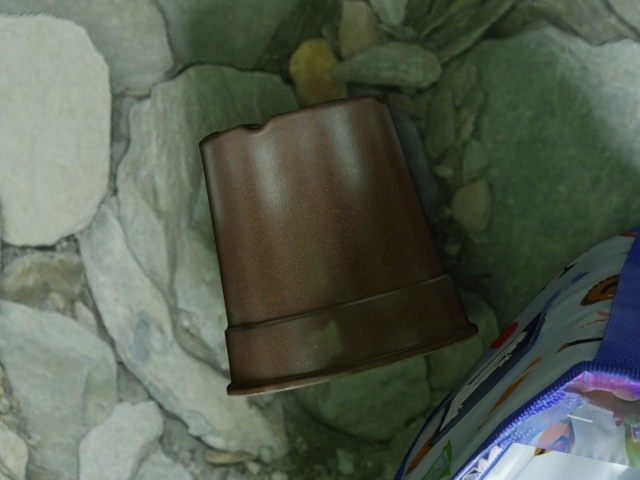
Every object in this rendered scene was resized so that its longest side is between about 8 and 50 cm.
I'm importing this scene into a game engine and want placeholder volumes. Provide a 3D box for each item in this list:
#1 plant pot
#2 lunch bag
[{"bbox_3d":[0.000,0.000,1.030,0.167,0.167,0.165,-15,91,19],"label":"plant pot"},{"bbox_3d":[0.148,0.203,0.940,0.238,0.328,0.386,12,107,12],"label":"lunch bag"}]
